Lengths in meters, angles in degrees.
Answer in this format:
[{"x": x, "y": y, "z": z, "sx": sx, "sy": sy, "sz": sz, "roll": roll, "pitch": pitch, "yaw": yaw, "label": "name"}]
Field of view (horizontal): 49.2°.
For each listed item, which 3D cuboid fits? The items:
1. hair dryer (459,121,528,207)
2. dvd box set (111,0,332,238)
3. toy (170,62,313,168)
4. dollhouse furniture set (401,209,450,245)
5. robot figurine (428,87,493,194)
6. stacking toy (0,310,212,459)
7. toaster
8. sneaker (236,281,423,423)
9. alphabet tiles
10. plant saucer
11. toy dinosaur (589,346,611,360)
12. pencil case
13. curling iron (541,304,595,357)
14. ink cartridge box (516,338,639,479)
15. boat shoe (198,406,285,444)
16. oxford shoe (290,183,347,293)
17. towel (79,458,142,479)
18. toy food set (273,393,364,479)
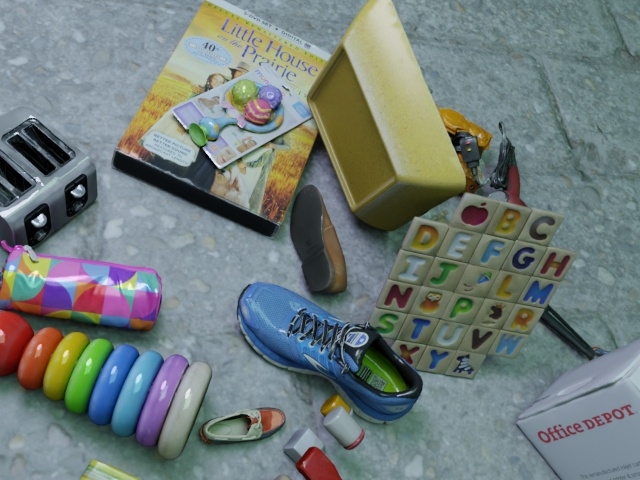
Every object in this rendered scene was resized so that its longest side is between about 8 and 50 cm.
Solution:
[{"x": 0.382, "y": -0.090, "z": 1.365, "sx": 0.224, "sy": 0.080, "sz": 0.293, "roll": -21, "pitch": 94, "yaw": -48, "label": "hair dryer"}, {"x": -0.150, "y": -0.240, "z": 1.290, "sx": 0.308, "sy": 0.062, "sz": 0.420, "roll": 26, "pitch": 58, "yaw": -8, "label": "dvd box set"}, {"x": -0.126, "y": -0.235, "z": 1.227, "sx": 0.237, "sy": 0.056, "sz": 0.137, "roll": -36, "pitch": 83, "yaw": -32, "label": "toy"}, {"x": 0.224, "y": -0.018, "z": 1.324, "sx": 0.181, "sy": 0.101, "sz": 0.161, "roll": 52, "pitch": 34, "yaw": 10, "label": "dollhouse furniture set"}, {"x": 0.197, "y": -0.208, "z": 1.395, "sx": 0.291, "sy": 0.085, "sz": 0.211, "roll": 25, "pitch": 57, "yaw": -8, "label": "robot figurine"}, {"x": -0.326, "y": 0.184, "z": 0.973, "sx": 0.331, "sy": 0.141, "sz": 0.141, "roll": 21, "pitch": 58, "yaw": -2, "label": "stacking toy"}, {"x": -0.458, "y": -0.096, "z": 1.065, "sx": 0.186, "sy": 0.110, "sz": 0.168, "roll": 41, "pitch": 56, "yaw": 3, "label": "toaster"}, {"x": 0.023, "y": 0.158, "z": 1.099, "sx": 0.330, "sy": 0.147, "sz": 0.129, "roll": 31, "pitch": 57, "yaw": -3, "label": "sneaker"}, {"x": 0.240, "y": 0.086, "z": 1.130, "sx": 0.285, "sy": 0.342, "sz": 0.011, "roll": 12, "pitch": 30, "yaw": -15, "label": "alphabet tiles"}, {"x": 0.079, "y": -0.186, "z": 1.166, "sx": 0.081, "sy": 0.333, "sz": 0.332, "roll": -21, "pitch": 85, "yaw": -18, "label": "plant saucer"}, {"x": 0.555, "y": 0.228, "z": 1.347, "sx": 0.082, "sy": 0.047, "sz": 0.090, "roll": 37, "pitch": 23, "yaw": 11, "label": "toy dinosaur"}, {"x": -0.351, "y": 0.070, "z": 1.024, "sx": 0.237, "sy": 0.104, "sz": 0.104, "roll": 12, "pitch": 60, "yaw": -19, "label": "pencil case"}, {"x": 0.405, "y": 0.133, "z": 1.329, "sx": 0.274, "sy": 0.035, "sz": 0.068, "roll": 38, "pitch": 66, "yaw": 0, "label": "curling iron"}, {"x": 0.557, "y": 0.368, "z": 1.114, "sx": 0.166, "sy": 0.285, "sz": 0.394, "roll": -33, "pitch": 79, "yaw": -33, "label": "ink cartridge box"}, {"x": -0.113, "y": 0.275, "z": 1.046, "sx": 0.137, "sy": 0.043, "sz": 0.049, "roll": -5, "pitch": 64, "yaw": -25, "label": "boat shoe"}, {"x": 0.000, "y": 0.000, "z": 1.231, "sx": 0.076, "sy": 0.076, "sz": 0.212, "roll": 20, "pitch": 50, "yaw": -47, "label": "oxford shoe"}, {"x": -0.314, "y": 0.414, "z": 0.911, "sx": 0.102, "sy": 0.021, "sz": 0.237, "roll": 26, "pitch": 58, "yaw": 0, "label": "towel"}, {"x": 0.000, "y": 0.341, "z": 1.020, "sx": 0.104, "sy": 0.111, "sz": 0.232, "roll": 49, "pitch": 56, "yaw": -7, "label": "toy food set"}]
